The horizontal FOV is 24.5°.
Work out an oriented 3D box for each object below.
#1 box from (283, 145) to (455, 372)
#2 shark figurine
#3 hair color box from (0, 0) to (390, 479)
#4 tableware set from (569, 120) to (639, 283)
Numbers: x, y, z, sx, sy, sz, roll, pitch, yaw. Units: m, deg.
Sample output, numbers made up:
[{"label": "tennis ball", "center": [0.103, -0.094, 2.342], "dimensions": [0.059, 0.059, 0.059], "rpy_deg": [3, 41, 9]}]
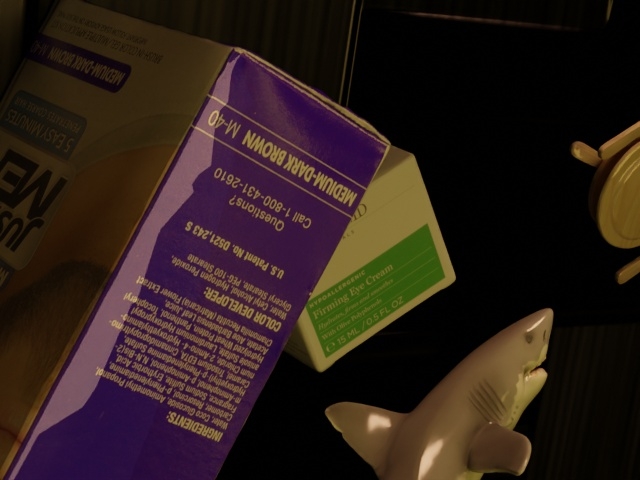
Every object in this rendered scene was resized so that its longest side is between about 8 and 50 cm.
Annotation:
[{"label": "box", "center": [0.000, 0.000, 0.818], "dimensions": [0.101, 0.102, 0.087], "rpy_deg": [-32, 119, -21]}, {"label": "shark figurine", "center": [0.051, 0.138, 0.884], "dimensions": [0.116, 0.278, 0.166], "rpy_deg": [36, 117, 0]}, {"label": "hair color box", "center": [-0.128, 0.062, 0.699], "dimensions": [0.110, 0.185, 0.339], "rpy_deg": [27, 88, -37]}, {"label": "tableware set", "center": [0.256, -0.067, 1.015], "dimensions": [0.194, 0.039, 0.128], "rpy_deg": [-31, 132, -16]}]
